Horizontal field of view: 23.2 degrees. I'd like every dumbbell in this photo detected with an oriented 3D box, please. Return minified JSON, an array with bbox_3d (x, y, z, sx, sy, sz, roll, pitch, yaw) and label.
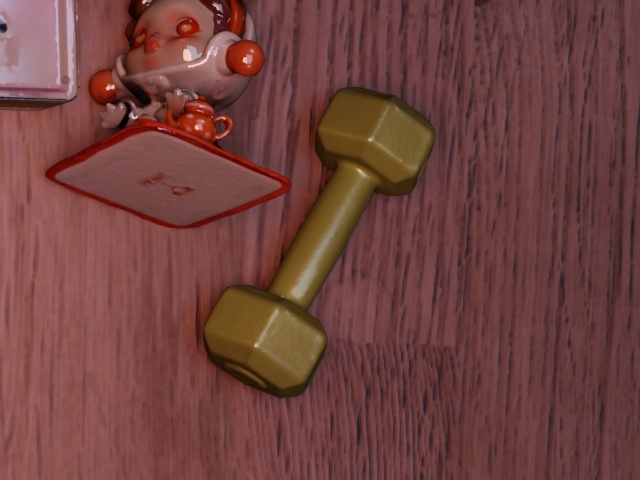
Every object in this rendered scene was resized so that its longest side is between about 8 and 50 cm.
[{"bbox_3d":[0.000,0.000,1.465,0.108,0.121,0.302,27,72,6],"label":"dumbbell"}]

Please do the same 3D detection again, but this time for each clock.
[{"bbox_3d":[-0.309,-0.189,1.334,0.192,0.071,0.147,-2,88,-28],"label":"clock"}]

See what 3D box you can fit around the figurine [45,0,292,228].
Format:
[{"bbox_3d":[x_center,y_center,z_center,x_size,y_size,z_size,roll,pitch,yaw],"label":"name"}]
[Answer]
[{"bbox_3d":[-0.118,-0.152,1.389,0.160,0.183,0.226,24,64,-34],"label":"figurine"}]
